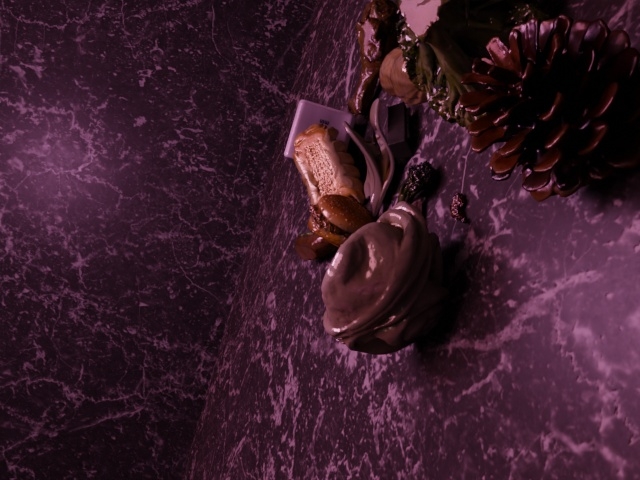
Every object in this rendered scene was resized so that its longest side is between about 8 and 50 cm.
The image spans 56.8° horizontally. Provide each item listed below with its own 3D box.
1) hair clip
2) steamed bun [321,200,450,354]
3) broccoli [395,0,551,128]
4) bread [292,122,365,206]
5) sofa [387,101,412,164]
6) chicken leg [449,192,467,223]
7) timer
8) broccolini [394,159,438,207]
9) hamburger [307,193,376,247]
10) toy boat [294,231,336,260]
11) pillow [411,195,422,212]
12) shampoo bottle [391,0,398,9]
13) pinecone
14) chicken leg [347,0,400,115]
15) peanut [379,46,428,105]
[{"bbox_3d":[0.144,-0.230,1.594,0.172,0.113,0.282,-96,-13,-69],"label":"hair clip"},{"bbox_3d":[0.145,0.095,1.152,0.268,0.207,0.280,-40,-28,-35],"label":"steamed bun"},{"bbox_3d":[0.271,-0.376,1.079,0.304,0.283,0.321,-48,55,28],"label":"broccoli"},{"bbox_3d":[0.028,-0.209,1.805,0.173,0.121,0.311,-27,71,22],"label":"bread"},{"bbox_3d":[0.216,-0.281,1.543,0.060,0.085,0.147,-13,51,22],"label":"sofa"},{"bbox_3d":[0.279,-0.061,1.196,0.036,0.021,0.083,-42,35,44],"label":"chicken leg"},{"bbox_3d":[-0.002,-0.339,1.984,0.192,0.194,0.195,-106,31,-88],"label":"timer"},{"bbox_3d":[0.202,-0.116,1.399,0.202,0.068,0.091,-49,13,54],"label":"broccolini"},{"bbox_3d":[0.056,-0.055,1.608,0.182,0.191,0.118,-103,34,-71],"label":"hamburger"},{"bbox_3d":[-0.006,0.007,1.918,0.099,0.108,0.293,-47,11,-26],"label":"toy boat"},{"bbox_3d":[0.198,-0.001,1.360,0.118,0.043,0.185,-46,33,52],"label":"pillow"},{"bbox_3d":[0.199,-0.706,1.961,0.153,0.071,0.284,-132,57,-67],"label":"shampoo bottle"},{"bbox_3d":[0.314,-0.184,0.814,0.264,0.264,0.264,-164,90,-73],"label":"pinecone"},{"bbox_3d":[0.168,-0.559,1.829,0.211,0.140,0.361,-59,-19,-72],"label":"chicken leg"},{"bbox_3d":[0.229,-0.423,1.496,0.313,0.149,0.149,-119,48,-67],"label":"peanut"}]
